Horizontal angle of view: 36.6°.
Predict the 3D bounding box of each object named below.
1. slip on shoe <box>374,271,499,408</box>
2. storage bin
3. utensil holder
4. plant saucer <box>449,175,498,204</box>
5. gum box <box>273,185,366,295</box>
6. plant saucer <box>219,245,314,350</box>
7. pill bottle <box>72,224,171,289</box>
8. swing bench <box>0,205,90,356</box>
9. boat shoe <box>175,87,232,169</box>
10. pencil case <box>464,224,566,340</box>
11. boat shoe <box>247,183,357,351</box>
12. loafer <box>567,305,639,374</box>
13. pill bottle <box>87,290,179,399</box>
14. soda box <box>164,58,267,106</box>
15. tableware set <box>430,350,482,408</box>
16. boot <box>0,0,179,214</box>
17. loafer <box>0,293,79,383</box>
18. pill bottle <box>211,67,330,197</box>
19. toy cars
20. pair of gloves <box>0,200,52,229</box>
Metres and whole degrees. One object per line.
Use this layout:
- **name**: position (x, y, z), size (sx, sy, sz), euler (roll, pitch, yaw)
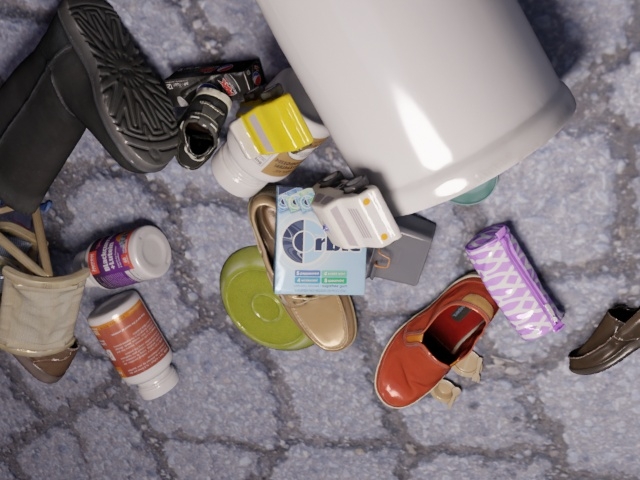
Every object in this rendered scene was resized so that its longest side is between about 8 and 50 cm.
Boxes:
- **slip on shoe**: position (0.196, 0.189, 1.702), size (0.123, 0.101, 0.331), euler (37, 123, -2)
- **storage bin**: position (0.139, 0.016, 1.656), size (0.091, 0.098, 0.135), euler (17, 126, 5)
- **utensil holder**: position (0.119, -0.278, 1.333), size (0.328, 0.327, 0.385), euler (-21, 106, 36)
- **plant saucer**: position (0.231, -0.115, 1.565), size (0.119, 0.021, 0.119), euler (13, 123, 21)
- **gum box**: position (0.000, 0.000, 1.655), size (0.157, 0.041, 0.184), euler (1, 97, -8)
- **plant saucer**: position (-0.098, 0.123, 1.878), size (0.241, 0.037, 0.240), euler (14, 124, 21)
- **pill bottle**: position (-0.403, 0.040, 1.941), size (0.194, 0.108, 0.108), euler (-14, 111, 33)
- **swing bench**: position (-0.610, 0.080, 1.969), size (0.254, 0.165, 0.253), euler (51, 139, 25)
- **boat shoe**: position (-0.219, -0.178, 1.691), size (0.084, 0.079, 0.233), euler (19, 153, -12)
- **pencil case**: position (0.320, 0.071, 1.589), size (0.206, 0.086, 0.088), euler (54, 162, -12)
- **boat shoe**: position (-0.040, 0.067, 1.741), size (0.122, 0.110, 0.341), euler (-27, 104, 10)
- **loafer**: position (0.484, 0.143, 1.564), size (0.220, 0.080, 0.078), euler (-38, 88, 34)
- **pill bottle**: position (-0.389, 0.224, 2.040), size (0.121, 0.121, 0.216), euler (-16, 110, 34)
- **soda box**: position (-0.181, -0.270, 1.662), size (0.169, 0.060, 0.053), euler (-1, 122, 29)
- **tableware set**: position (0.212, 0.231, 1.790), size (0.169, 0.020, 0.141), euler (30, 129, 8)
- **boot**: position (-0.471, -0.178, 1.775), size (0.445, 0.146, 0.366), euler (-38, 68, 35)
- **loafer**: position (-0.679, 0.154, 2.166), size (0.130, 0.133, 0.366), euler (-38, 108, 16)
- **pill bottle**: position (-0.081, -0.173, 1.624), size (0.131, 0.131, 0.229), euler (46, 129, -5)
- **toy cars**: position (-0.028, -0.098, 1.380), size (0.393, 0.087, 0.176), euler (49, 165, 31)
- **pair of gloves**: position (-0.653, -0.109, 2.038), size (0.198, 0.023, 0.159), euler (35, 129, 6)
